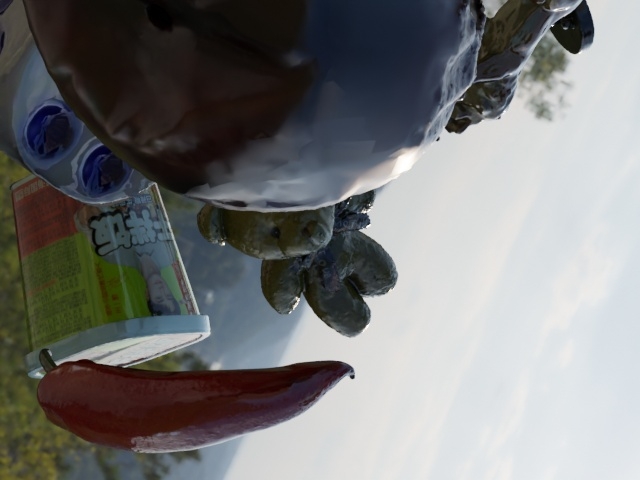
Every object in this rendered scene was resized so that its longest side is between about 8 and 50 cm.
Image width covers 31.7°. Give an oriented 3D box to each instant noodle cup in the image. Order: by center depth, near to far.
[{"bbox_3d":[-0.351,0.037,1.802,0.294,0.294,0.307,119,-43,-73],"label":"instant noodle cup"}]

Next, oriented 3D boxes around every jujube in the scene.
[{"bbox_3d":[-0.021,-0.158,0.681,0.258,0.258,0.376,-64,180,23],"label":"jujube"}]

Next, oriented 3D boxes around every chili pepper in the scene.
[{"bbox_3d":[-0.158,0.164,1.153,0.137,0.369,0.091,-46,136,-62],"label":"chili pepper"}]

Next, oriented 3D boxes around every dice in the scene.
[{"bbox_3d":[-0.273,-0.212,1.287,0.259,0.243,0.251,-52,-138,5],"label":"dice"}]

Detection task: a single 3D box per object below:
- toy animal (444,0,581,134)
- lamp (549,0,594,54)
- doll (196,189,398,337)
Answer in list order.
[{"bbox_3d":[0.233,-0.256,1.359,0.158,0.097,0.312,7,126,-53],"label":"toy animal"},{"bbox_3d":[0.180,-0.264,1.543,0.371,0.130,0.108,-18,-162,14],"label":"lamp"},{"bbox_3d":[0.000,0.000,0.936,0.137,0.209,0.097,-50,-145,-4],"label":"doll"}]
